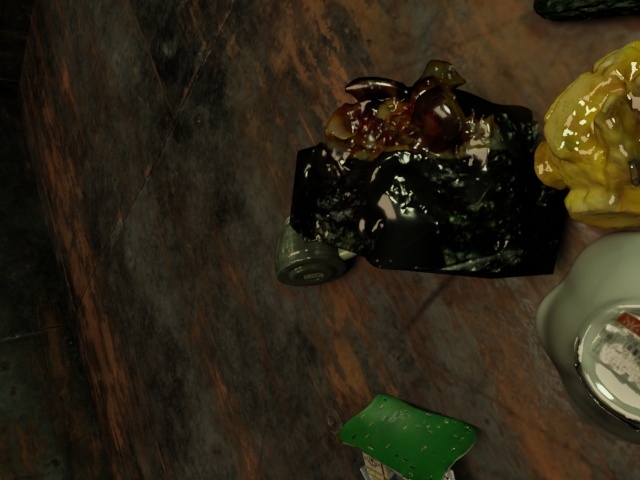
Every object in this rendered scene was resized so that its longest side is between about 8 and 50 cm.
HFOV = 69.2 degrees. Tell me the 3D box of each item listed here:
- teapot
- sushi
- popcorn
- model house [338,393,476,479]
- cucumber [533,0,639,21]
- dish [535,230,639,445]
[{"bbox_3d":[-0.010,0.000,0.708,0.149,0.111,0.108,-41,51,47],"label":"teapot"},{"bbox_3d":[0.112,-0.081,0.522,0.227,0.215,0.213,-154,70,-65],"label":"sushi"},{"bbox_3d":[0.265,-0.088,0.388,0.148,0.152,0.167,24,115,-2],"label":"popcorn"},{"bbox_3d":[0.118,0.291,0.614,0.166,0.117,0.088,3,113,45],"label":"model house"},{"bbox_3d":[0.291,-0.222,0.405,0.214,0.052,0.058,23,146,45],"label":"cucumber"},{"bbox_3d":[0.295,0.102,0.411,0.229,0.081,0.230,5,98,46],"label":"dish"}]
